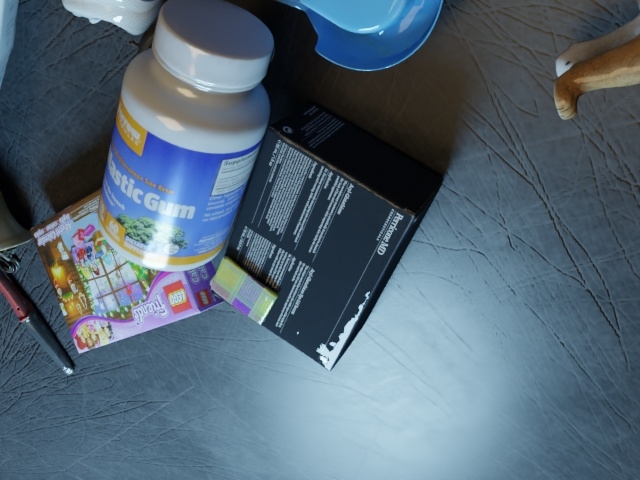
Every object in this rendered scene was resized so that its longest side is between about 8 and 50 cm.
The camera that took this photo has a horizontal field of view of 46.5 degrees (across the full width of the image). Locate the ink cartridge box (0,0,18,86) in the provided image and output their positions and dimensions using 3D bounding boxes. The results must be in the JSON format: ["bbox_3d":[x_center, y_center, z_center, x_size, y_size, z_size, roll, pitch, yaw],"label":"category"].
[{"bbox_3d":[-0.567,-0.244,0.955,0.308,0.091,0.385,15,127,-14],"label":"ink cartridge box"}]

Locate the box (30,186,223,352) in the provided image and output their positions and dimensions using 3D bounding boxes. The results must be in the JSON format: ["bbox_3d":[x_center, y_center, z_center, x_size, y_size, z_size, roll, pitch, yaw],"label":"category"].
[{"bbox_3d":[-0.274,0.030,1.028,0.293,0.057,0.201,-21,91,39],"label":"box"}]

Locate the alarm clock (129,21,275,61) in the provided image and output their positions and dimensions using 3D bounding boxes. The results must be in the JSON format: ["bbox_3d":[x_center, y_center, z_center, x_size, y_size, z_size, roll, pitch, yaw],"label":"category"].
[{"bbox_3d":[-0.135,-0.201,0.858,0.192,0.064,0.129,-11,112,29],"label":"alarm clock"}]

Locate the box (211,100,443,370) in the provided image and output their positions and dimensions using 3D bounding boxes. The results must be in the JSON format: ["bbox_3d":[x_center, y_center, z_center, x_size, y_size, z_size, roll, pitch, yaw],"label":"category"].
[{"bbox_3d":[0.000,0.000,0.877,0.184,0.103,0.261,34,129,12],"label":"box"}]

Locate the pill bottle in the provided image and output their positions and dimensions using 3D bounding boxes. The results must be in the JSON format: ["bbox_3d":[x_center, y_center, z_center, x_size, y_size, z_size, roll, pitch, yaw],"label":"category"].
[{"bbox_3d":[-0.141,-0.109,0.786,0.152,0.152,0.272,31,130,8],"label":"pill bottle"}]

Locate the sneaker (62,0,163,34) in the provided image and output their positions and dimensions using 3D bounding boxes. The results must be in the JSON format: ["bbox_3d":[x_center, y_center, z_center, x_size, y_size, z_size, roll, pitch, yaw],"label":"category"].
[{"bbox_3d":[-0.290,-0.356,0.805,0.323,0.130,0.236,36,142,20],"label":"sneaker"}]

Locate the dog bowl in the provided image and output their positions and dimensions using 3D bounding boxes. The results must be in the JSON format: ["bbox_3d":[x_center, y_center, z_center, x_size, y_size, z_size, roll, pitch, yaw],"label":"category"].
[{"bbox_3d":[-0.006,-0.292,0.724,0.297,0.074,0.166,33,128,6],"label":"dog bowl"}]

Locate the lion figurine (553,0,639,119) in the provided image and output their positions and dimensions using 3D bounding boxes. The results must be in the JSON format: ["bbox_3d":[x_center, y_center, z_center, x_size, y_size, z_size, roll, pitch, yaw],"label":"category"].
[{"bbox_3d":[0.276,-0.239,0.567,0.240,0.142,0.392,-16,106,26],"label":"lion figurine"}]

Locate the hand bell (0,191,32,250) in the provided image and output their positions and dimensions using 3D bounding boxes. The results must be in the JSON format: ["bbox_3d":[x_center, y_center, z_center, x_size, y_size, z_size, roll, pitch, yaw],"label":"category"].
[{"bbox_3d":[-0.521,-0.106,1.107,0.126,0.126,0.242,-1,106,28],"label":"hand bell"}]

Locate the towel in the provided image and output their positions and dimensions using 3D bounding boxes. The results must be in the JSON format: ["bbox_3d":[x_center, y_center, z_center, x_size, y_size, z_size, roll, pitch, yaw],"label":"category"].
[{"bbox_3d":[-0.094,0.059,0.897,0.083,0.009,0.060,36,129,6],"label":"towel"}]

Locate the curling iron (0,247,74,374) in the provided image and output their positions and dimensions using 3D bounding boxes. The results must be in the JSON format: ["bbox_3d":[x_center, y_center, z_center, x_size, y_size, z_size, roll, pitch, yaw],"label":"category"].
[{"bbox_3d":[-0.492,0.116,1.252,0.068,0.035,0.274,-10,113,32],"label":"curling iron"}]
